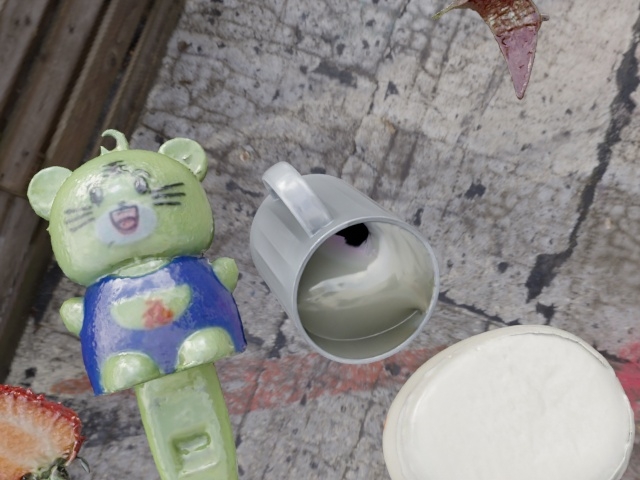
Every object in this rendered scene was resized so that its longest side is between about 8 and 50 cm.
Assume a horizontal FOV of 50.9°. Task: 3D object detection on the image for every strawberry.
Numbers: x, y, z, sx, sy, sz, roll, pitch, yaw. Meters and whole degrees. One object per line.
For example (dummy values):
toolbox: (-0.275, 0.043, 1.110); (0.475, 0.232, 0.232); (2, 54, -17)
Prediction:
strawberry: (-0.518, 0.319, 1.144); (0.188, 0.106, 0.286); (-39, 114, 0)

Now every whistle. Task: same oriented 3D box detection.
whistle: (-0.094, 0.042, 0.385); (0.105, 0.085, 0.227); (-15, 82, -12)

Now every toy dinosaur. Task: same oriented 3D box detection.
toy dinosaur: (0.255, -0.363, 0.975); (0.207, 0.327, 0.113); (-1, 47, -1)

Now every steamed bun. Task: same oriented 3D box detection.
steamed bun: (0.168, 0.180, 0.635); (0.228, 0.130, 0.177); (-20, 72, -10)

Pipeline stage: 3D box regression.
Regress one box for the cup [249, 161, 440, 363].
cup: (0.000, 0.000, 1.106); (0.237, 0.327, 0.323); (-37, 115, -3)
